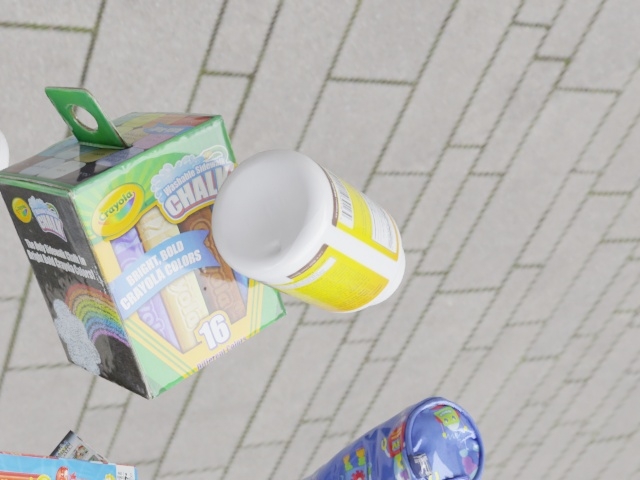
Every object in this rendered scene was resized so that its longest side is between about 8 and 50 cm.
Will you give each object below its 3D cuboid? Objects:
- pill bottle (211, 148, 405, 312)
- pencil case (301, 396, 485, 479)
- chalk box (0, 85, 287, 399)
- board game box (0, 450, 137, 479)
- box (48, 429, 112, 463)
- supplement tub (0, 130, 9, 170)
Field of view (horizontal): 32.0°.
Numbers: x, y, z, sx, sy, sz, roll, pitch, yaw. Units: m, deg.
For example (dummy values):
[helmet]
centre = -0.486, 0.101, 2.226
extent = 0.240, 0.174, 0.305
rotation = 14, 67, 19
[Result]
[pill bottle]
centre = 0.000, 0.000, 1.032
extent = 0.117, 0.117, 0.215
rotation = -39, 151, 12
[pencil case]
centre = 0.074, 0.303, 1.352
extent = 0.119, 0.133, 0.306
rotation = 8, 146, -33
[chalk box]
centre = -0.187, -0.024, 1.108
extent = 0.179, 0.180, 0.289
rotation = -30, 116, -32
[board game box]
centre = -0.424, 0.306, 1.285
extent = 0.308, 0.086, 0.302
rotation = -13, 159, 29
[box]
centre = -0.451, 0.439, 1.901
extent = 0.207, 0.114, 0.036
rotation = -51, 150, -12
[supplement tub]
centre = -0.669, -0.146, 1.695
extent = 0.235, 0.235, 0.325
rotation = -41, 135, 15
